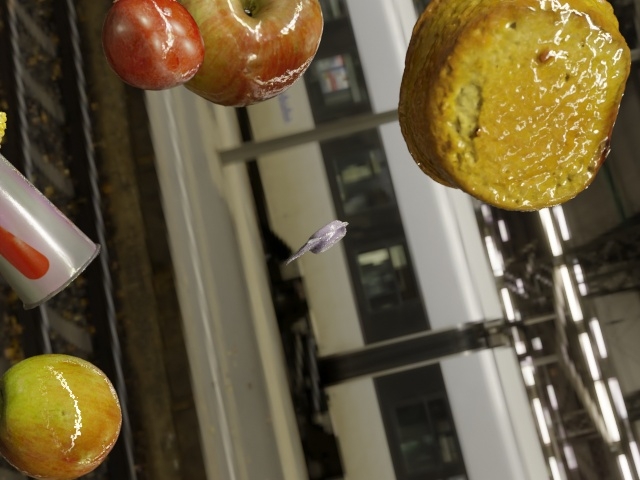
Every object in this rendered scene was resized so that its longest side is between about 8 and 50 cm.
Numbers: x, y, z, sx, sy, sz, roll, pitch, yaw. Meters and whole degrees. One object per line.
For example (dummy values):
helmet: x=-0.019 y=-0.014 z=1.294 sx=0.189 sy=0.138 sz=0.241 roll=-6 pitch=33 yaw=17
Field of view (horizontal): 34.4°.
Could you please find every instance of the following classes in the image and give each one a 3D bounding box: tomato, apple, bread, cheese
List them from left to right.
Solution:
apple: x=-0.408 y=0.266 z=1.569 sx=0.196 sy=0.196 sz=0.196 roll=-14 pitch=90 yaw=-87
tomato: x=-0.267 y=-0.315 z=1.676 sx=0.167 sy=0.167 sz=0.167 roll=-14 pitch=90 yaw=-87
apple: x=-0.159 y=-0.387 z=1.937 sx=0.301 sy=0.301 sz=0.302 roll=-14 pitch=90 yaw=-87
cheese: x=0.000 y=0.000 z=2.274 sx=0.042 sy=0.105 sz=0.191 roll=52 pitch=36 yaw=6
bread: x=0.296 y=-0.221 z=1.523 sx=0.204 sy=0.336 sz=0.358 roll=-117 pitch=-147 yaw=-66

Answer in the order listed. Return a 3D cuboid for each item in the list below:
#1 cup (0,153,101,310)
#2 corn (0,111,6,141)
cup: x=-0.599 y=-0.032 z=2.030 sx=0.288 sy=0.203 sz=0.203 roll=53 pitch=11 yaw=-19
corn: x=-0.424 y=-0.038 z=1.177 sx=0.081 sy=0.081 sz=0.248 roll=-11 pitch=118 yaw=-87
